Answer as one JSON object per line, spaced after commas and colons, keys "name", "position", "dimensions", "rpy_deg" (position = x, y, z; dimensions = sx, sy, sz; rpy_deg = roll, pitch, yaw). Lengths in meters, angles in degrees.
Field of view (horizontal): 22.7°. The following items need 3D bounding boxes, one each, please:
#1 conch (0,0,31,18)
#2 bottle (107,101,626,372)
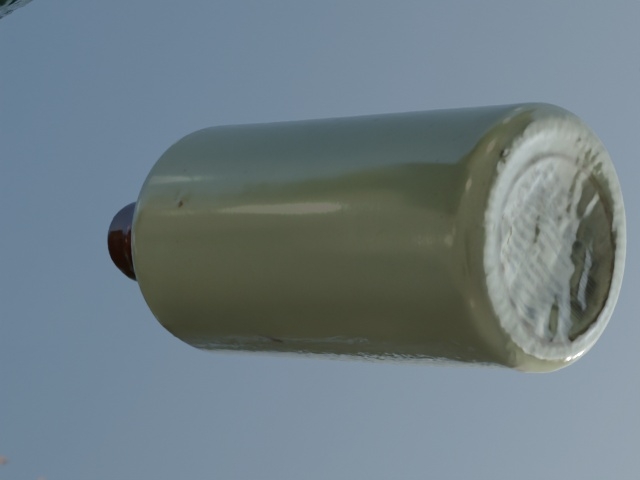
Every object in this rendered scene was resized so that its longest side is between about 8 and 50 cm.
{"name": "conch", "position": [-0.119, -0.147, 0.522], "dimensions": [0.196, 0.202, 0.134], "rpy_deg": [-19, -65, 15]}
{"name": "bottle", "position": [0.000, 0.000, 0.664], "dimensions": [0.245, 0.104, 0.104], "rpy_deg": [0, -83, 44]}
